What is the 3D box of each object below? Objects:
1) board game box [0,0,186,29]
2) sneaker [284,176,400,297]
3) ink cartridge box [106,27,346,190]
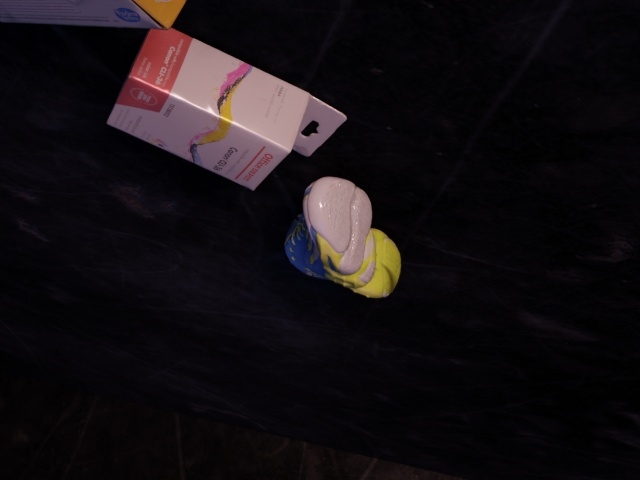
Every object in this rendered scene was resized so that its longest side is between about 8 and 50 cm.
[{"bbox_3d":[-0.261,-0.263,0.697,0.242,0.064,0.316,14,161,43],"label":"board game box"},{"bbox_3d":[0.000,0.000,1.150,0.126,0.091,0.240,8,157,25],"label":"sneaker"},{"bbox_3d":[-0.088,-0.114,0.976,0.198,0.067,0.115,23,157,-13],"label":"ink cartridge box"}]
